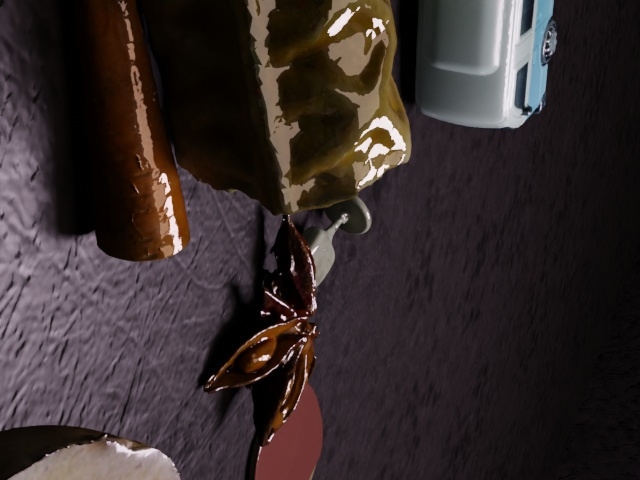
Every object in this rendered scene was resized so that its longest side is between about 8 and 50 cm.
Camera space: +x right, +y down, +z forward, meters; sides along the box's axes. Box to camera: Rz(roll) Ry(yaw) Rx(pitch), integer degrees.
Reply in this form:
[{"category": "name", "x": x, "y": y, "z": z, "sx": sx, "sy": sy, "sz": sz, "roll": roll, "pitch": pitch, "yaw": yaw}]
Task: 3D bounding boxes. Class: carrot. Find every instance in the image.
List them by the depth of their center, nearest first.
[{"category": "carrot", "x": -0.120, "y": -0.090, "z": 0.731, "sx": 0.061, "sy": 0.061, "sz": 0.210, "roll": -48, "pitch": 141, "yaw": -51}]

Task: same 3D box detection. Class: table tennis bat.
[{"category": "table tennis bat", "x": -0.028, "y": 0.242, "z": 1.215, "sx": 0.138, "sy": 0.022, "sz": 0.247, "roll": -58, "pitch": 150, "yaw": -38}]

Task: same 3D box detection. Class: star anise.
[{"category": "star anise", "x": -0.041, "y": 0.097, "z": 1.044, "sx": 0.212, "sy": 0.053, "sz": 0.157, "roll": 84, "pitch": 28, "yaw": -45}]

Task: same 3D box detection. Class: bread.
[{"category": "bread", "x": -0.038, "y": -0.159, "z": 0.733, "sx": 0.130, "sy": 0.152, "sz": 0.268, "roll": -108, "pitch": -175, "yaw": -65}]

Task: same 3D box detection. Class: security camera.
[{"category": "security camera", "x": 0.000, "y": 0.000, "z": 1.111, "sx": 0.092, "sy": 0.058, "sz": 0.058, "roll": -47, "pitch": 147, "yaw": -30}]

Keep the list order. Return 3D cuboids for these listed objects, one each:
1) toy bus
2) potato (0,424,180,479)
[{"category": "toy bus", "x": 0.170, "y": -0.243, "z": 1.265, "sx": 0.165, "sy": 0.133, "sz": 0.271, "roll": -48, "pitch": 145, "yaw": -52}, {"category": "potato", "x": -0.204, "y": 0.211, "z": 0.620, "sx": 0.239, "sy": 0.116, "sz": 0.299, "roll": 19, "pitch": 95, "yaw": -63}]
